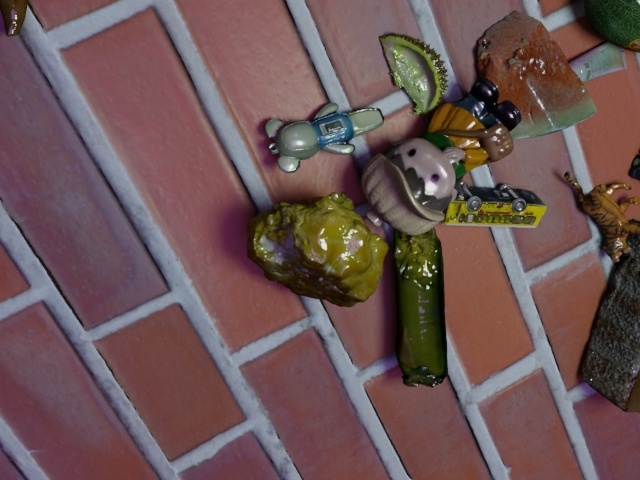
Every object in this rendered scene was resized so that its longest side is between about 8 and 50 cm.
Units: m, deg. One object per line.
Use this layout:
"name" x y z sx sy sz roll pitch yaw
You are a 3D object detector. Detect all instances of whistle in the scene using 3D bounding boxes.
"whistle" 0.011 -0.207 1.168 0.236 0.077 0.114 -19 79 -14

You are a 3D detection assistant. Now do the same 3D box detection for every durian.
"durian" 0.200 -0.324 1.193 0.100 0.086 0.215 -24 108 29

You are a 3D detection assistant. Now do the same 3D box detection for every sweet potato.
"sweet potato" -0.516 -0.474 0.980 0.067 0.067 0.273 -5 105 -12

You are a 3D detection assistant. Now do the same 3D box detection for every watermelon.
"watermelon" 0.412 -0.332 1.218 0.193 0.140 0.256 -23 101 -15

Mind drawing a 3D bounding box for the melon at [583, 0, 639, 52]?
"melon" 0.636 -0.466 1.188 0.288 0.182 0.182 12 101 -17

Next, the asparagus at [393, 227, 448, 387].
"asparagus" 0.207 0.117 1.271 0.108 0.128 0.381 3 106 29

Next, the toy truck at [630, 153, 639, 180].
"toy truck" 0.772 -0.220 1.333 0.074 0.088 0.201 18 100 -18

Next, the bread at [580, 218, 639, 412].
"bread" 0.728 0.170 1.383 0.113 0.165 0.416 10 101 -17

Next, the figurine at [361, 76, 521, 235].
"figurine" 0.230 -0.151 1.182 0.332 0.204 0.185 -40 79 -17

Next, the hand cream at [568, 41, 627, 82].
"hand cream" 0.577 -0.371 1.276 0.174 0.047 0.076 -26 108 -15

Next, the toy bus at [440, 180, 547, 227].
"toy bus" 0.356 -0.076 1.275 0.226 0.081 0.074 0 126 -15

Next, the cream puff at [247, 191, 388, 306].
"cream puff" -0.001 -0.001 1.131 0.282 0.282 0.185 34 68 -19

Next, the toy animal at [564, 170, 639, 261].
"toy animal" 0.620 -0.079 1.341 0.255 0.114 0.116 40 135 -15
